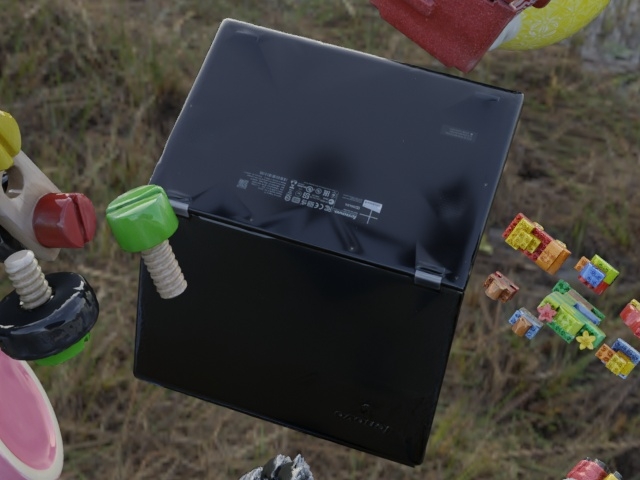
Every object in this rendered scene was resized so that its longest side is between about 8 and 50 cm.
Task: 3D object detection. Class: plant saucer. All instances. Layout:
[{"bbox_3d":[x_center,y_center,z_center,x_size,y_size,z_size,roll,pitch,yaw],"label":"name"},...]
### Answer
[{"bbox_3d":[-0.476,0.257,1.715,0.084,0.332,0.332,-29,41,7],"label":"plant saucer"}]

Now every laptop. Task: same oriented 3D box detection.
[{"bbox_3d":[0.000,0.000,1.426,0.381,0.236,0.408,16,68,10],"label":"laptop"}]

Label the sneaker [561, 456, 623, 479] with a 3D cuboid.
[{"bbox_3d":[0.230,0.260,0.806,0.092,0.088,0.225,-40,64,-5],"label":"sneaker"}]

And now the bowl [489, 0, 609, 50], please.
[{"bbox_3d":[0.214,-0.331,1.485,0.289,0.289,0.156,24,65,24],"label":"bowl"}]

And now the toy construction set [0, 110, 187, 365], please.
[{"bbox_3d":[-0.282,-0.044,0.668,0.257,0.237,0.308,-34,31,-25],"label":"toy construction set"}]

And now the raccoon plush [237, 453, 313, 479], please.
[{"bbox_3d":[-0.031,0.497,1.559,0.446,0.299,0.216,-52,24,-10],"label":"raccoon plush"}]

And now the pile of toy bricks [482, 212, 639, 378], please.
[{"bbox_3d":[0.257,0.072,1.231,0.212,0.118,0.105,39,20,16],"label":"pile of toy bricks"}]

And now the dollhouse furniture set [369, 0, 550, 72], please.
[{"bbox_3d":[0.055,-0.330,1.013,0.374,0.152,0.201,37,41,7],"label":"dollhouse furniture set"}]
